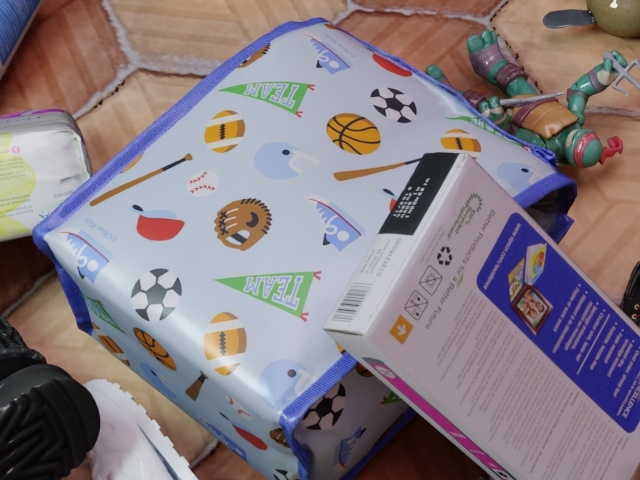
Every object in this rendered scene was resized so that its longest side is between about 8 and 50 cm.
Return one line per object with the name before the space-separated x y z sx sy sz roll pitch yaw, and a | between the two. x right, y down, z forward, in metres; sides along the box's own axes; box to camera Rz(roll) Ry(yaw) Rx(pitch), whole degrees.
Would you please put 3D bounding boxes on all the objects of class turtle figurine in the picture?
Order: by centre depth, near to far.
turtle figurine | 0.219 -0.134 1.744 0.175 0.118 0.234 -23 37 -35

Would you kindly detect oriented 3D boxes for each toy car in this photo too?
toy car | 0.338 -0.272 1.850 0.188 0.149 0.155 6 61 19

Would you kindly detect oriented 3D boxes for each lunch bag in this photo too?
lunch bag | 0.000 0.000 1.562 0.328 0.239 0.385 35 68 23

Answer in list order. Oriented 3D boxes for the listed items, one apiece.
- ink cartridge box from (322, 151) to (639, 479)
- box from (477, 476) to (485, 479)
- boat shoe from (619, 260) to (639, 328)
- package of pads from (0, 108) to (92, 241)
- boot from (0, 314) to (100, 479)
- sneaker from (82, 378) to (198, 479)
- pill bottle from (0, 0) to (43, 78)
ink cartridge box | 0.175 0.105 1.432 0.069 0.371 0.176 3 56 55
box | 0.174 0.323 1.419 0.233 0.044 0.159 34 59 24
boat shoe | 0.305 0.070 1.626 0.049 0.042 0.133 15 54 10
package of pads | -0.365 -0.051 1.621 0.296 0.101 0.229 -11 11 -8
boot | -0.382 0.171 1.445 0.348 0.131 0.260 -28 37 -28
sneaker | -0.161 0.217 1.486 0.095 0.090 0.235 -36 57 -14
pill bottle | -0.381 -0.223 1.813 0.124 0.124 0.221 12 51 10
